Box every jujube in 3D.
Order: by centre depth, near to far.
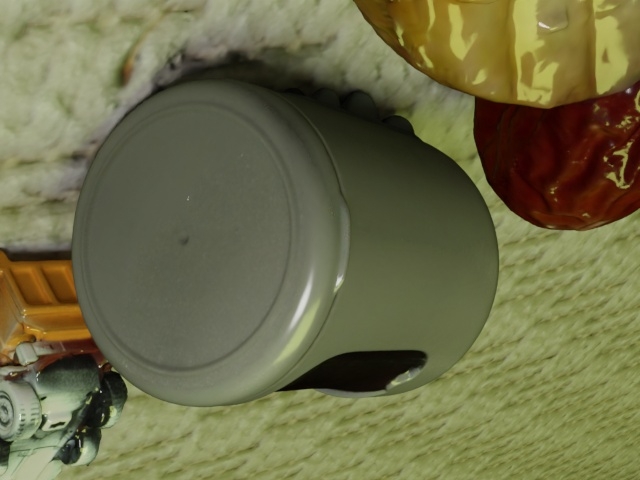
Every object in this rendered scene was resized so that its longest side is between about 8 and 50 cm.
[{"bbox_3d":[0.207,-0.118,1.003,0.174,0.174,0.250,-12,149,-36],"label":"jujube"}]

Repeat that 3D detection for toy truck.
[{"bbox_3d":[-0.244,0.129,1.028,0.114,0.135,0.270,0,138,-45],"label":"toy truck"}]

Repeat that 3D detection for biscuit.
[{"bbox_3d":[0.134,-0.215,0.751,0.296,0.102,0.296,-18,128,-24],"label":"biscuit"}]

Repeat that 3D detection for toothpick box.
[{"bbox_3d":[0.000,0.000,0.979,0.229,0.229,0.316,-42,155,23],"label":"toothpick box"}]
